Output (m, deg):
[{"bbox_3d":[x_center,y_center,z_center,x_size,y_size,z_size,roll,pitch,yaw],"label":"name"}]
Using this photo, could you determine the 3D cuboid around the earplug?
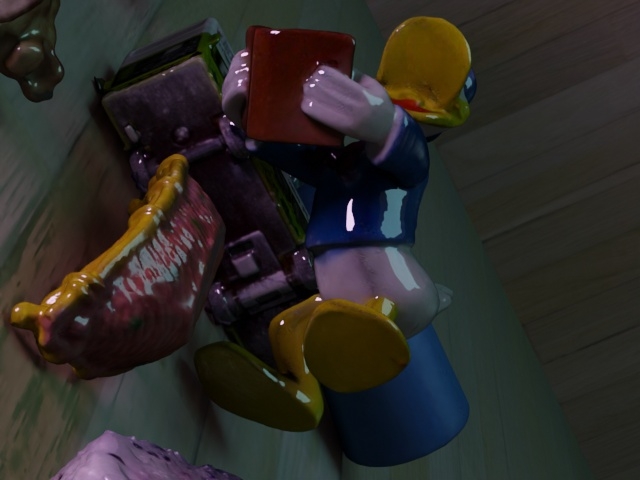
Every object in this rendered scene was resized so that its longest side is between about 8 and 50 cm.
[{"bbox_3d":[0.037,0.068,1.498,0.132,0.132,0.273,-85,155,-67],"label":"earplug"}]

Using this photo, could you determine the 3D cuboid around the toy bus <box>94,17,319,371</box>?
[{"bbox_3d":[-0.073,-0.033,1.336,0.139,0.113,0.302,-90,156,-61],"label":"toy bus"}]

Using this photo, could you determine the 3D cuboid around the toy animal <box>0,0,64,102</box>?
[{"bbox_3d":[-0.251,-0.222,0.983,0.312,0.097,0.157,61,0,-12],"label":"toy animal"}]

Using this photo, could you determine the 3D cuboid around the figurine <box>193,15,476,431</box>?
[{"bbox_3d":[0.020,-0.063,1.227,0.284,0.204,0.338,60,43,-24],"label":"figurine"}]

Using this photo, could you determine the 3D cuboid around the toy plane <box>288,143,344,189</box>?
[{"bbox_3d":[0.007,0.000,1.636,0.326,0.104,0.223,61,39,-40],"label":"toy plane"}]

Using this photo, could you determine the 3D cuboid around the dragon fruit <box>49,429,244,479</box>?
[{"bbox_3d":[-0.054,0.231,0.709,0.283,0.204,0.221,31,5,-44],"label":"dragon fruit"}]

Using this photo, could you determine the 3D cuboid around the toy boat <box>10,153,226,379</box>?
[{"bbox_3d":[-0.118,0.016,1.072,0.318,0.099,0.141,-67,173,-75],"label":"toy boat"}]
